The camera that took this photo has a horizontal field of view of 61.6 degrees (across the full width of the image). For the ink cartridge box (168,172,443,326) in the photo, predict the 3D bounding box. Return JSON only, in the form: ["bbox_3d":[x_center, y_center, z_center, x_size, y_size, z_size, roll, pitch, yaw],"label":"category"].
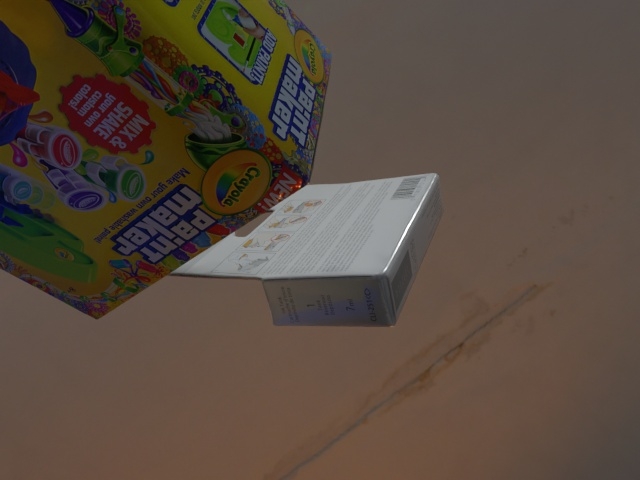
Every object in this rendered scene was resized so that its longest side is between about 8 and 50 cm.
[{"bbox_3d":[0.000,0.000,0.680,0.261,0.296,0.066,-2,-66,25],"label":"ink cartridge box"}]

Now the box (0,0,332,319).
[{"bbox_3d":[-0.193,-0.118,0.425,0.290,0.177,0.279,-30,-54,34],"label":"box"}]
